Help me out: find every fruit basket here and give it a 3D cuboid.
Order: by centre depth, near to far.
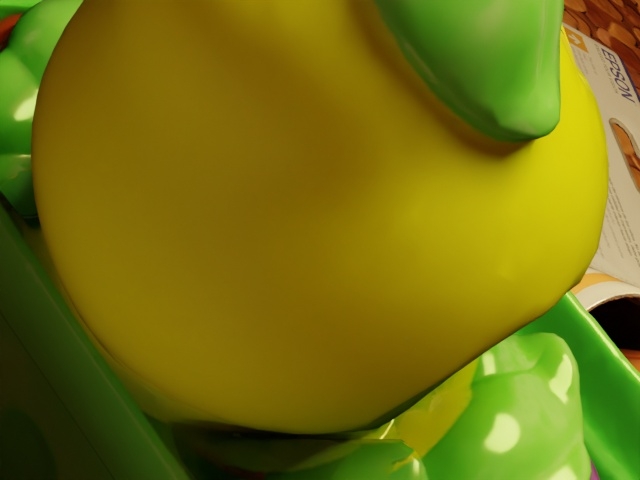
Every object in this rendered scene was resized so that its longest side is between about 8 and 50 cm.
[{"bbox_3d":[0.000,0.000,0.633,0.283,0.392,0.392,-13,58,-49],"label":"fruit basket"}]

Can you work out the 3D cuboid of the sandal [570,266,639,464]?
[{"bbox_3d":[0.067,0.040,0.826,0.102,0.265,0.076,-25,111,-38],"label":"sandal"}]

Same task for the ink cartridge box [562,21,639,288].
[{"bbox_3d":[0.102,-0.082,1.216,0.330,0.071,0.324,28,31,-29],"label":"ink cartridge box"}]
